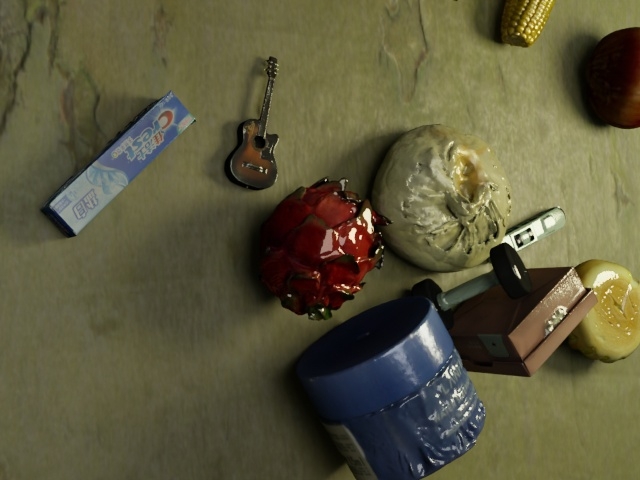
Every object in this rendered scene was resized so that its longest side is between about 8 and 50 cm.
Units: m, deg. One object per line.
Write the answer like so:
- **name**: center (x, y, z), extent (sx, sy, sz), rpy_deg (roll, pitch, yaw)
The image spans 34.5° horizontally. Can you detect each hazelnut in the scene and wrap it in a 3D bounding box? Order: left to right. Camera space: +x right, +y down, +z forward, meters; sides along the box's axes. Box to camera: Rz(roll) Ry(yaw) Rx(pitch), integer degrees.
- **hazelnut**: center (0.625, -0.327, 2.084), extent (0.178, 0.178, 0.203), rpy_deg (-9, 119, -31)

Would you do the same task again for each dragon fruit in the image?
- **dragon fruit**: center (0.000, 0.000, 1.657), extent (0.193, 0.192, 0.274), rpy_deg (21, 62, -19)

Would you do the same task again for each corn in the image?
- **corn**: center (0.425, -0.515, 2.020), extent (0.106, 0.106, 0.305), rpy_deg (31, 72, -24)

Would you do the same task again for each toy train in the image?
- **toy train**: center (0.400, -0.015, 1.976), extent (0.208, 0.047, 0.043), rpy_deg (-26, 99, -29)

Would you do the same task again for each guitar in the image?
- **guitar**: center (-0.100, -0.198, 1.714), extent (0.088, 0.025, 0.233), rpy_deg (16, 75, -28)

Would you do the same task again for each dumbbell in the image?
- **dumbbell**: center (0.262, 0.084, 1.793), extent (0.100, 0.191, 0.100), rpy_deg (53, 21, -29)

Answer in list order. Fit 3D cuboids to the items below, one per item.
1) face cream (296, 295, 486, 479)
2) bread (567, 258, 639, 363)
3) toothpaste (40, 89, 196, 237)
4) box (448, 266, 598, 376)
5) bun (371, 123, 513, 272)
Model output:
- **face cream**: center (0.117, 0.245, 1.662), extent (0.249, 0.249, 0.225), rpy_deg (-36, 105, -29)
- **bread**: center (0.545, 0.139, 2.009), extent (0.213, 0.105, 0.213), rpy_deg (2, 86, -33)
- **toothpaste**: center (-0.305, -0.119, 1.567), extent (0.066, 0.053, 0.272), rpy_deg (50, 63, -16)
- **box**: center (0.341, 0.138, 1.823), extent (0.215, 0.215, 0.086), rpy_deg (-41, 109, -27)
- **bun**: center (0.234, -0.077, 1.827), extent (0.287, 0.146, 0.287), rpy_deg (2, 86, -33)
